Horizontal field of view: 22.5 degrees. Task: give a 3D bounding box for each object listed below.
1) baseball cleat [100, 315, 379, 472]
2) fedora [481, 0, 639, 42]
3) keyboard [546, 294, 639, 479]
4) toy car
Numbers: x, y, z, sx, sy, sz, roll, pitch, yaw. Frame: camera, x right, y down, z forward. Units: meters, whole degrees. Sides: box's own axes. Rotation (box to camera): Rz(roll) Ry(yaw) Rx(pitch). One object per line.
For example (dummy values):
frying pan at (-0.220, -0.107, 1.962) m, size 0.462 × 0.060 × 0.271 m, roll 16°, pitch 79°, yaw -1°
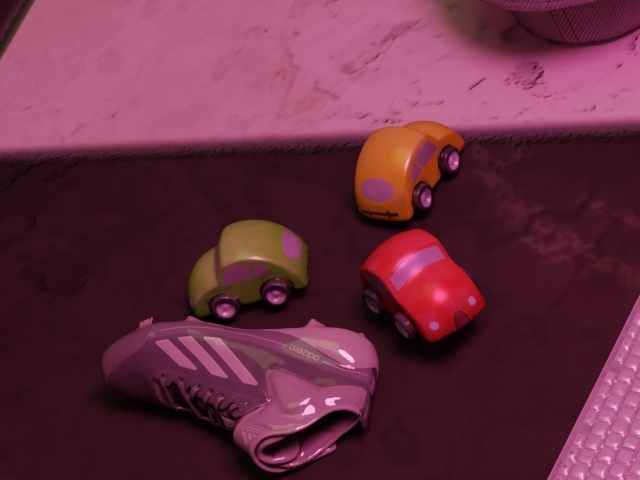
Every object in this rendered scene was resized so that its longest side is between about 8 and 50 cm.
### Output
baseball cleat at (-0.064, 0.104, 1.095) m, size 0.205 × 0.072 × 0.109 m, roll -7°, pitch 44°, yaw 20°
fedora at (0.218, -0.264, 1.299) m, size 0.243 × 0.124 × 0.275 m, roll -3°, pitch 54°, yaw 25°
keyboard at (0.217, 0.086, 1.026) m, size 0.072 × 0.014 × 0.256 m, roll 11°, pitch 53°, yaw 33°
toy car at (0.000, 0.000, 1.172) m, size 0.225 × 0.053 × 0.239 m, roll -17°, pitch 36°, yaw 13°
